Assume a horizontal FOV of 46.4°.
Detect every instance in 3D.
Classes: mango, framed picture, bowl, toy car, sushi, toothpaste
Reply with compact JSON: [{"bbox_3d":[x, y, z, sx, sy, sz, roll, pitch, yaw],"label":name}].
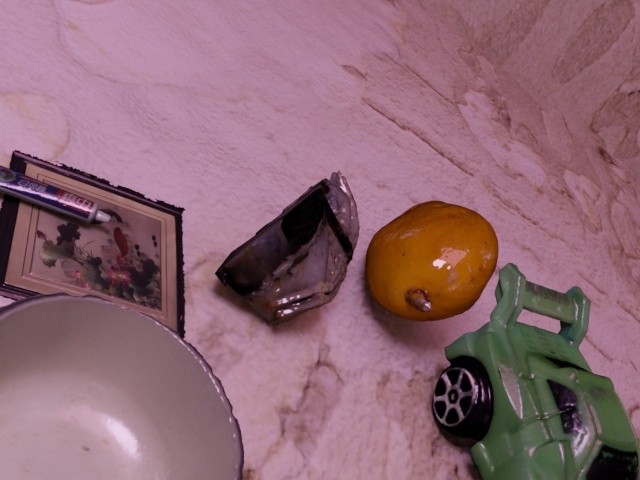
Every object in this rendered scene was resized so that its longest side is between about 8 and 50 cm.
[{"bbox_3d":[0.144,0.015,0.986,0.317,0.177,0.119,-80,145,-69],"label":"mango"},{"bbox_3d":[-0.223,0.003,0.749,0.199,0.010,0.195,21,37,-30],"label":"framed picture"},{"bbox_3d":[-0.171,0.153,0.524,0.211,0.112,0.211,29,32,-21],"label":"bowl"},{"bbox_3d":[0.270,0.223,0.867,0.214,0.176,0.358,20,38,-30],"label":"toy car"},{"bbox_3d":[-0.012,0.007,0.897,0.109,0.134,0.273,54,16,-6],"label":"sushi"},{"bbox_3d":[-0.272,-0.045,0.726,0.140,0.021,0.037,22,36,-17],"label":"toothpaste"}]
